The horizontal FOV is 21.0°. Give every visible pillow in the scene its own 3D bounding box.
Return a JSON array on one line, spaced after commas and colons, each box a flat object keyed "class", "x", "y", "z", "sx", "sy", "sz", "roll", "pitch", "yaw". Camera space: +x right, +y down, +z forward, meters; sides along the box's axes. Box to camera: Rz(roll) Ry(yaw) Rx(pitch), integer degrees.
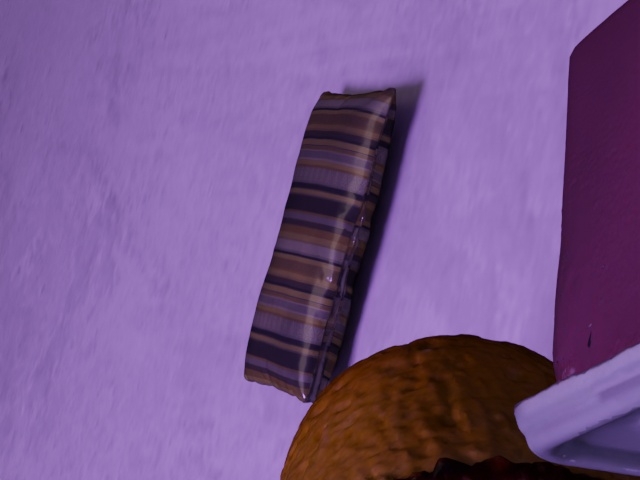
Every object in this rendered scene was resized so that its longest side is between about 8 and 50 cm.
[{"class": "pillow", "x": 0.000, "y": 0.000, "z": 1.112, "sx": 0.113, "sy": 0.038, "sz": 0.203, "roll": 10, "pitch": 84, "yaw": 65}]

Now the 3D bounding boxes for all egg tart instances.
[{"class": "egg tart", "x": 0.060, "y": 0.147, "z": 0.760, "sx": 0.215, "sy": 0.215, "sz": 0.171, "roll": -60, "pitch": 20, "yaw": 25}]

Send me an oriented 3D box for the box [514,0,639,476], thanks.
[{"class": "box", "x": 0.207, "y": -0.023, "z": 0.562, "sx": 0.294, "sy": 0.193, "sz": 0.167, "roll": -36, "pitch": 45, "yaw": 57}]
